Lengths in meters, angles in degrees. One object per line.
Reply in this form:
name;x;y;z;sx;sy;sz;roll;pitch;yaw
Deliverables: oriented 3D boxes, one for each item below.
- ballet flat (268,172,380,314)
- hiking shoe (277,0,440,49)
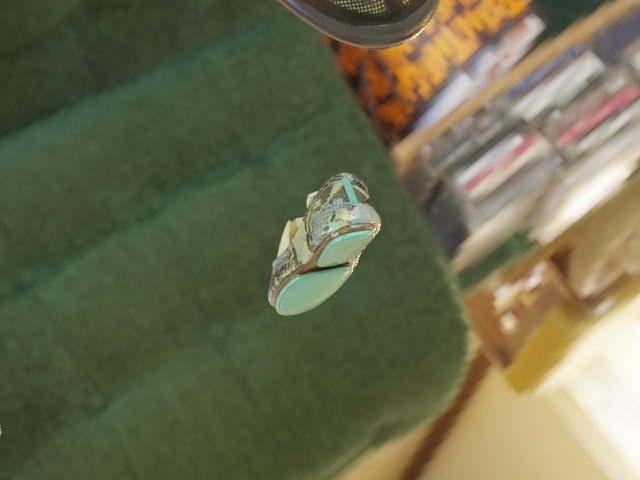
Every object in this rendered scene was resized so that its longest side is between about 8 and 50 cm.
ballet flat;0.000;0.000;1.521;0.070;0.070;0.188;-30;171;-30
hiking shoe;-0.005;-0.152;0.686;0.086;0.114;0.227;-30;125;-5
